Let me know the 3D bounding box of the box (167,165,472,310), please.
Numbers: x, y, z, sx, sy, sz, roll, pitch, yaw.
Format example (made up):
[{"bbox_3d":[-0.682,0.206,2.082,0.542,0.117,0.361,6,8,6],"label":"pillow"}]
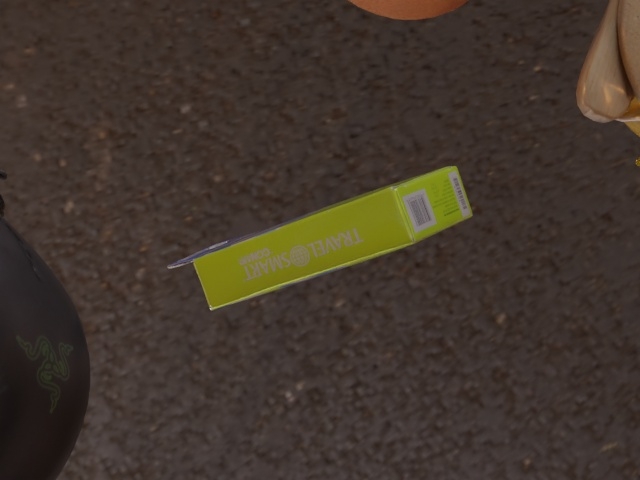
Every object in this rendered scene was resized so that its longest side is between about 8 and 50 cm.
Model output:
[{"bbox_3d":[0.000,0.000,0.959,0.178,0.109,0.042,-19,92,29],"label":"box"}]

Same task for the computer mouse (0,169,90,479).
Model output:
[{"bbox_3d":[-0.180,0.008,0.712,0.072,0.188,0.272,-36,54,11],"label":"computer mouse"}]

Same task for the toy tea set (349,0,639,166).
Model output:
[{"bbox_3d":[0.042,-0.154,0.507,0.336,0.124,0.200,24,79,-9],"label":"toy tea set"}]
